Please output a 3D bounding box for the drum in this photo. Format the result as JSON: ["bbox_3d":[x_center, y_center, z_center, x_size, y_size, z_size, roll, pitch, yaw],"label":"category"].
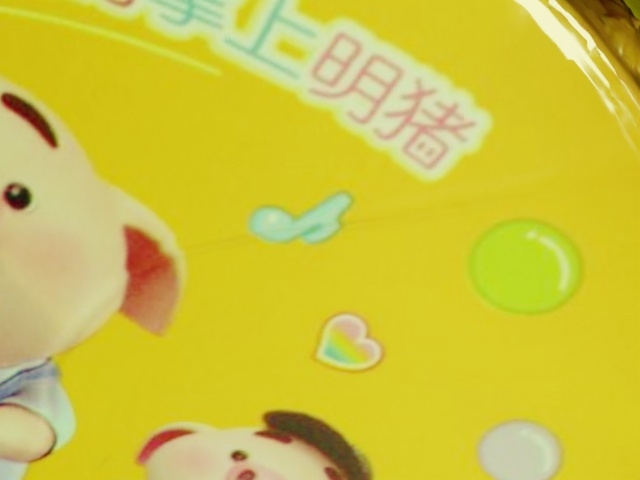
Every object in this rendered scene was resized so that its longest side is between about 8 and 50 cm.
[{"bbox_3d":[-0.062,-0.008,0.696,0.431,0.214,0.431,3,122,6],"label":"drum"}]
